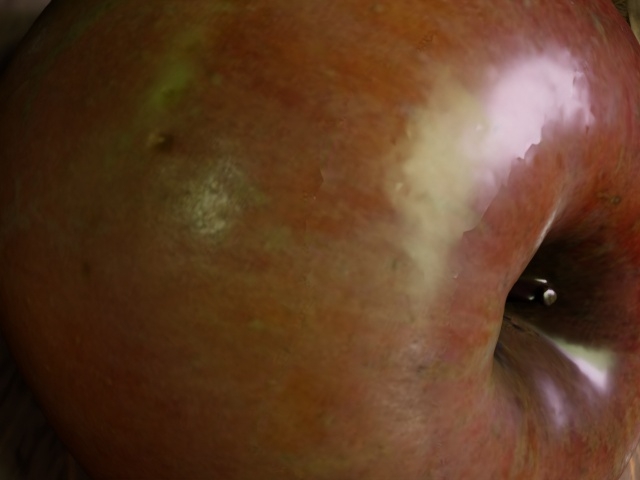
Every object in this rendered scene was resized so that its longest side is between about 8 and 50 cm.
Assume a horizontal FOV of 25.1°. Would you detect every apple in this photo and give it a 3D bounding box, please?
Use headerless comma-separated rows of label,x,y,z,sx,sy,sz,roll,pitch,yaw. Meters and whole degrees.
apple,0.000,0.000,0.505,0.253,0.253,0.253,14,71,-47

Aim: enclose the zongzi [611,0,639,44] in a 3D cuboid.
zongzi,0.184,-0.164,0.764,0.194,0.197,0.099,50,64,-34
